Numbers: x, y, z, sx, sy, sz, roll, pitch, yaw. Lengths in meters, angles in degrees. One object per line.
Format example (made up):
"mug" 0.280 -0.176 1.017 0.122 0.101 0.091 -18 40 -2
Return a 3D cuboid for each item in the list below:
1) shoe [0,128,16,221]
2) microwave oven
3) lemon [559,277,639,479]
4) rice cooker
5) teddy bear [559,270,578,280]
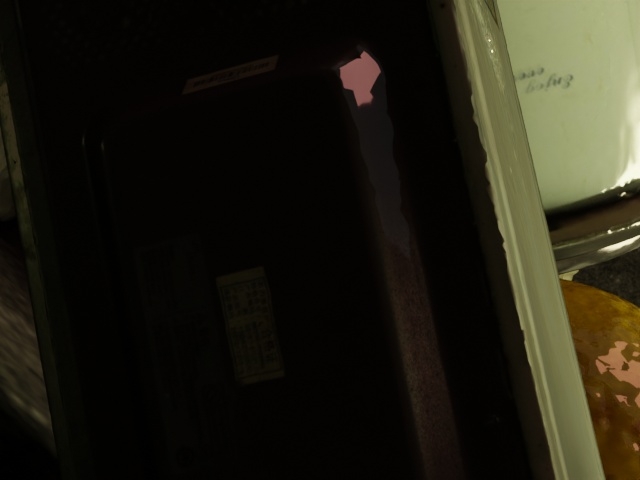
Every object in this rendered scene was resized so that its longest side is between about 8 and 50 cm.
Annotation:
"shoe" -0.161 -0.100 0.570 0.171 0.132 0.336 34 8 -3
"microwave oven" -0.005 0.008 0.406 0.163 0.129 0.205 26 52 -73
"lemon" 0.102 0.109 0.629 0.207 0.170 0.170 52 8 33
"rice cooker" 0.071 -0.117 0.732 0.316 0.317 0.264 41 -13 -36
"teddy bear" 0.144 -0.081 1.571 0.357 0.367 0.224 49 -8 4
